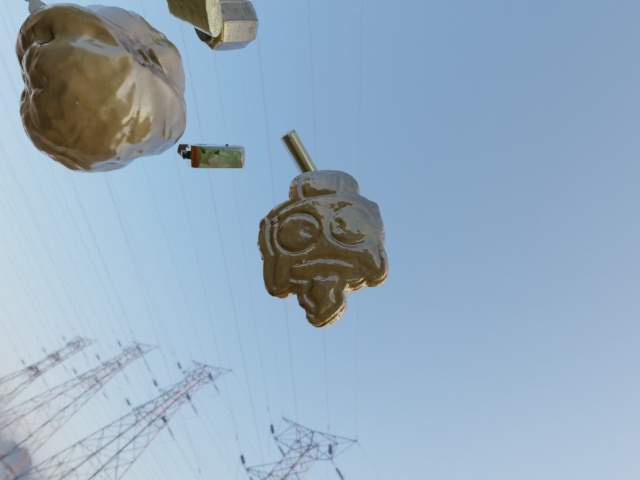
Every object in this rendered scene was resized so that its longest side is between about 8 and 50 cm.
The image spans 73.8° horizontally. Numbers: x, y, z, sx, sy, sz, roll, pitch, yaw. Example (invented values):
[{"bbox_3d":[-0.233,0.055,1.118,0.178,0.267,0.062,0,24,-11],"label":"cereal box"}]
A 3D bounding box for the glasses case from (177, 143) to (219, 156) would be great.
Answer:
[{"bbox_3d":[-0.495,-0.366,1.780,0.218,0.075,0.049,7,-101,29],"label":"glasses case"}]

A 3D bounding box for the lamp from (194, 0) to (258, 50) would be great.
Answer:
[{"bbox_3d":[-0.298,-0.687,1.344,0.161,0.185,0.161,23,-56,38],"label":"lamp"}]

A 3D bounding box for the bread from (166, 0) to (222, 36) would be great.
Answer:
[{"bbox_3d":[-0.340,-0.640,1.134,0.178,0.060,0.139,34,-35,20],"label":"bread"}]

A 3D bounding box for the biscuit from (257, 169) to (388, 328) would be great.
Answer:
[{"bbox_3d":[-0.001,-0.003,0.876,0.270,0.375,0.051,-6,-33,6],"label":"biscuit"}]

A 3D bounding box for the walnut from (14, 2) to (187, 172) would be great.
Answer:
[{"bbox_3d":[-0.484,-0.318,0.944,0.384,0.384,0.383,20,-54,30],"label":"walnut"}]

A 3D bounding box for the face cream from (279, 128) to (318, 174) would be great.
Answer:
[{"bbox_3d":[-0.059,-0.289,1.644,0.285,0.067,0.139,60,-4,-18],"label":"face cream"}]

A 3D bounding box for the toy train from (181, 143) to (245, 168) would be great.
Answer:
[{"bbox_3d":[-0.310,-0.248,1.259,0.099,0.188,0.072,33,-57,55],"label":"toy train"}]

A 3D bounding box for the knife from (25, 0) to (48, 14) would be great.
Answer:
[{"bbox_3d":[-0.740,-0.611,1.112,0.244,0.058,0.032,35,-13,-31],"label":"knife"}]
